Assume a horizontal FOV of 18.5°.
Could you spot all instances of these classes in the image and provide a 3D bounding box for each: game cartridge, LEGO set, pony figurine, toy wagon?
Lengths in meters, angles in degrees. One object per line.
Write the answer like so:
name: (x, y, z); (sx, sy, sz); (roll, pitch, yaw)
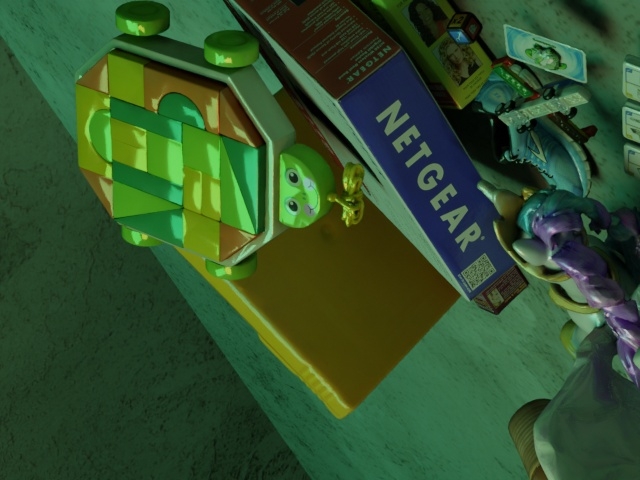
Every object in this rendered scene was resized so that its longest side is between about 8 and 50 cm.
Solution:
game cartridge: (0.000, 0.000, 2.249); (0.324, 0.285, 0.052); (48, 146, -2)
LEGO set: (0.230, -0.135, 1.712); (0.244, 0.060, 0.182); (22, 157, 20)
pony figurine: (0.302, 0.104, 1.808); (0.351, 0.303, 0.363); (48, -177, 30)
toy wagon: (-0.110, -0.089, 2.018); (0.344, 0.068, 0.267); (21, 125, 31)

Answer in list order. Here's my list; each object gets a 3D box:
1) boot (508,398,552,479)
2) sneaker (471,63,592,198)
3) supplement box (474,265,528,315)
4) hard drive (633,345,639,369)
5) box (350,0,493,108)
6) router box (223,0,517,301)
boot: (0.320, 0.275, 1.916); (0.283, 0.109, 0.220); (32, -160, -40)
sneaker: (0.195, -0.091, 1.875); (0.162, 0.073, 0.063); (52, 164, -21)
supplement box: (0.192, 0.036, 2.262); (0.083, 0.055, 0.043); (55, 164, -27)
hard drive: (0.357, 0.013, 1.448); (0.040, 0.203, 0.307); (46, 165, 0)
box: (0.071, -0.231, 1.874); (0.232, 0.058, 0.087); (51, 167, -20)
router box: (0.044, -0.134, 1.999); (0.301, 0.082, 0.335); (48, 176, 46)
